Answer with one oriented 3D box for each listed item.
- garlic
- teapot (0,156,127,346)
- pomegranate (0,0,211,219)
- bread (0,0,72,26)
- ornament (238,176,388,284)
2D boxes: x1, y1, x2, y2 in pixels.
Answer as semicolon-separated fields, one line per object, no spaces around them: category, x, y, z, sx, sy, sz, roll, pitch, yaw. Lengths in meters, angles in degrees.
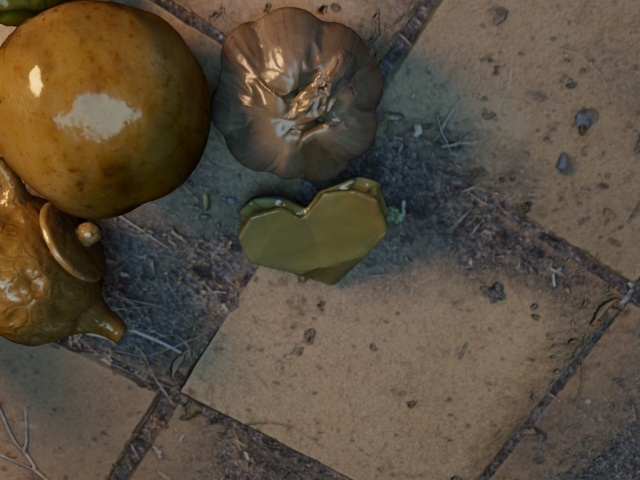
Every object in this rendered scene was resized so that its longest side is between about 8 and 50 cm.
garlic;-0.028;-0.176;0.985;0.228;0.152;0.228;1;116;1
teapot;-0.360;0.012;1.016;0.167;0.203;0.311;-30;103;11
pomegranate;-0.258;-0.158;0.938;0.260;0.260;0.260;0;110;-1
bread;-0.418;-0.429;0.899;0.166;0.112;0.383;-43;112;-27
ornament;0.000;0.000;1.086;0.201;0.059;0.180;-11;132;13
